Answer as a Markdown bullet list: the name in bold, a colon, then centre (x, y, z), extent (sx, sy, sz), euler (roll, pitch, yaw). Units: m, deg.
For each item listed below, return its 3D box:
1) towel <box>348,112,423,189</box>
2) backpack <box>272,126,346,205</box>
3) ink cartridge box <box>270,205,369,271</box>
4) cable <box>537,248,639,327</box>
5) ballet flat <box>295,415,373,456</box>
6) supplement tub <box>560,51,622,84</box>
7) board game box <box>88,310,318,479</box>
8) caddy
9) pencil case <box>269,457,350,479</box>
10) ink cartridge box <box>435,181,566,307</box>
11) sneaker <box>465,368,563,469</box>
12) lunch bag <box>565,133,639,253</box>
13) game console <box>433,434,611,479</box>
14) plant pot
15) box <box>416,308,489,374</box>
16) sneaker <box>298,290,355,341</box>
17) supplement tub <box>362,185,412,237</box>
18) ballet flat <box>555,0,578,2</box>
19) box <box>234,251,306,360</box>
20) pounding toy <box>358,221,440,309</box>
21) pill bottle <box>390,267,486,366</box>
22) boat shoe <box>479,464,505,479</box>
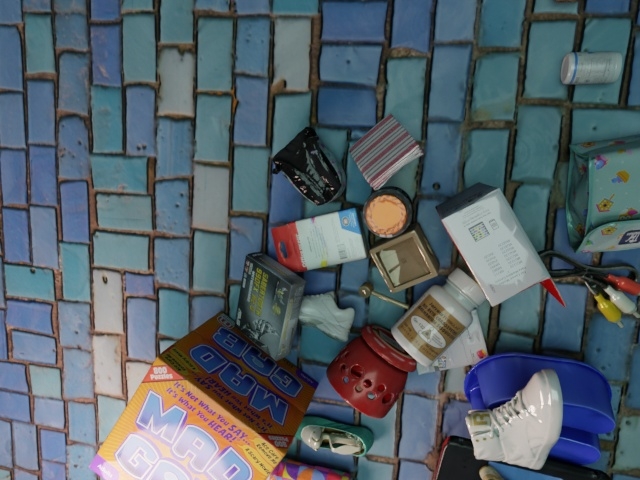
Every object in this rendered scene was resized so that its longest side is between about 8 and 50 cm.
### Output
- **towel**: centre (0.152, -0.217, 1.149), extent (0.144, 0.197, 0.029), euler (-38, 129, 13)
- **backpack**: centre (-0.014, -0.179, 1.208), extent (0.152, 0.115, 0.182), euler (-40, 90, 26)
- **ink cartridge box**: centre (0.000, 0.000, 1.250), extent (0.231, 0.078, 0.134), euler (-12, 96, 13)
- **cable**: centre (0.642, 0.085, 1.109), extent (0.287, 0.072, 0.139), euler (30, 101, -13)
- **ballet flat**: centre (0.023, 0.548, 1.325), extent (0.247, 0.087, 0.083), euler (4, 100, 11)
- **supplement tub**: centre (0.607, -0.388, 1.071), extent (0.107, 0.071, 0.071), euler (3, 99, 10)
- **board game box**: centre (-0.277, 0.470, 1.237), extent (0.356, 0.356, 0.356), euler (35, 104, 5)
- **caddy**: centre (0.528, 0.394, 1.157), extent (0.341, 0.179, 0.241), euler (6, 122, 10)
- **pencil case**: centre (-0.028, 0.688, 1.353), extent (0.236, 0.104, 0.104), euler (12, 101, 10)
- **ink cartridge box**: centre (0.382, 0.021, 1.057), extent (0.130, 0.309, 0.271), euler (-30, 91, 14)
- **sneaker**: centre (0.399, 0.384, 1.011), extent (0.169, 0.108, 0.292), euler (3, 124, 9)
- **lunch bag**: centre (0.682, -0.091, 1.061), extent (0.223, 0.160, 0.262), euler (-7, 113, 9)
- **game console**: centre (0.459, 0.663, 1.157), extent (0.387, 0.060, 0.342), euler (11, 110, 6)
- **plant pot**: centre (0.137, 0.325, 1.216), extent (0.191, 0.191, 0.174), euler (35, 101, 4)
- **box**: centre (0.330, 0.262, 1.245), extent (0.186, 0.038, 0.145), euler (-15, 95, 14)
- **sneaker**: centre (-0.009, 0.181, 1.288), extent (0.232, 0.090, 0.115), euler (23, 73, 18)
- **supplement tub**: centre (0.165, -0.070, 1.148), extent (0.117, 0.190, 0.117), euler (2, 100, 11)
- **ballet flat**: centre (0.637, -0.591, 1.047), extent (0.250, 0.058, 0.084), euler (-24, 58, 9)
- **box**: centre (-0.138, 0.171, 1.256), extent (0.183, 0.056, 0.231), euler (31, 118, 36)
- **pounding toy**: centre (0.195, 0.081, 1.222), extent (0.206, 0.094, 0.181), euler (-26, 98, 23)
- **pill bottle**: centre (0.293, 0.183, 1.158), extent (0.131, 0.131, 0.229), euler (42, 96, 3)
- **boat shoe**: centre (0.425, 0.582, 1.100), extent (0.135, 0.045, 0.050), euler (37, 105, 0)
